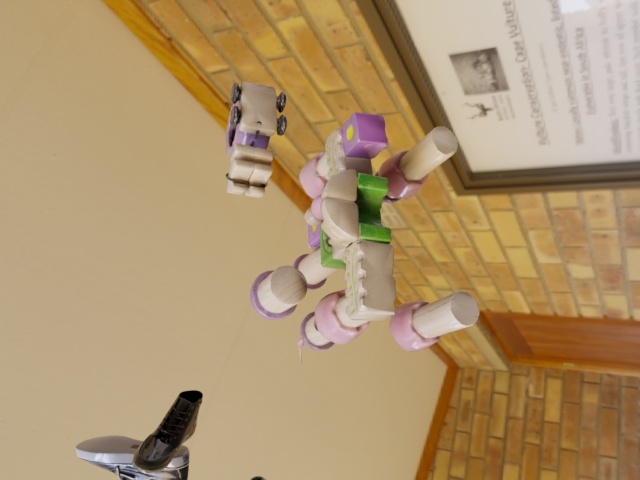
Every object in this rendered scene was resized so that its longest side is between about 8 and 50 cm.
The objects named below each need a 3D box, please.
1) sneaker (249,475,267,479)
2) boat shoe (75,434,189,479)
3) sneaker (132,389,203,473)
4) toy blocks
[{"bbox_3d":[-0.133,0.658,1.325,0.151,0.094,0.256,66,173,-14],"label":"sneaker"},{"bbox_3d":[-0.475,0.567,1.447,0.113,0.306,0.105,-29,-60,-82],"label":"boat shoe"},{"bbox_3d":[-0.353,0.434,1.325,0.222,0.083,0.118,-40,-30,-70],"label":"sneaker"},{"bbox_3d":[0.000,0.000,0.755,0.308,0.260,0.289,7,-111,-22],"label":"toy blocks"}]
